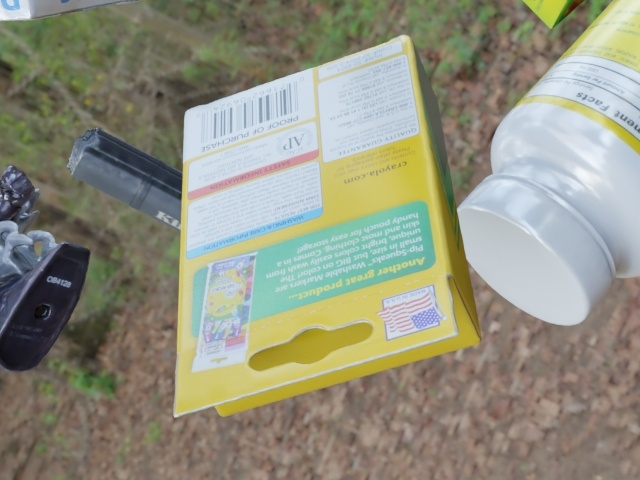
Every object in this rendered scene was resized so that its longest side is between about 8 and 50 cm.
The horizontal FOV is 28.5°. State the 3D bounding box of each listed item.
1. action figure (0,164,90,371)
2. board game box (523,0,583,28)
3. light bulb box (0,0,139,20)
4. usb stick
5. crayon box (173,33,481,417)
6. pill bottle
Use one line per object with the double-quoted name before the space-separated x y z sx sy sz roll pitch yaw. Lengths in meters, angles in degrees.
"action figure" -0.245 -0.014 0.756 0.285 0.185 0.099 37 115 49
"board game box" 0.182 -0.206 0.821 0.092 0.043 0.181 -42 -6 -2
"light bulb box" -0.419 -0.423 1.410 0.225 0.358 0.360 -32 -62 -59
"usb stick" -0.121 -0.027 1.255 0.077 0.278 0.045 -47 17 58
"crayon box" 0.000 0.000 0.947 0.203 0.083 0.322 -17 43 13
"pill bottle" 0.273 -0.090 1.107 0.334 0.188 0.188 -46 11 -18
